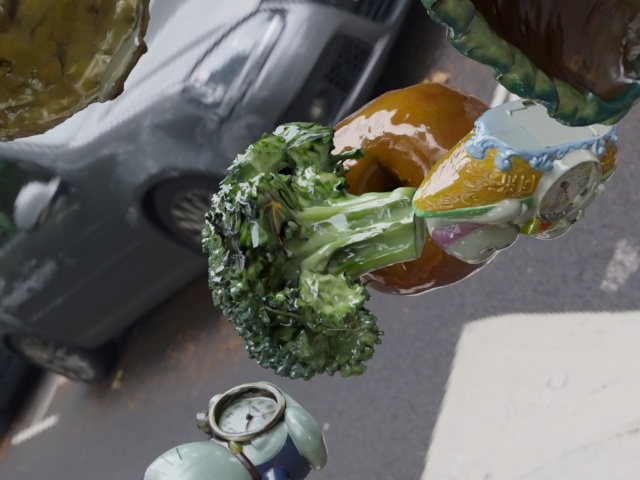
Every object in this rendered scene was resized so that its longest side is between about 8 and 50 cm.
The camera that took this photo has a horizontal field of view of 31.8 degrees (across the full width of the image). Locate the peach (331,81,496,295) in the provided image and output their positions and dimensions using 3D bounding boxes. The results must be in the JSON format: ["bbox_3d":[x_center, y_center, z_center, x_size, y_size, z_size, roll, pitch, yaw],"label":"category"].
[{"bbox_3d":[0.159,-0.083,1.776,0.342,0.343,0.302,-56,-20,23],"label":"peach"}]

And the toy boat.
[{"bbox_3d":[0.075,-0.114,0.403,0.293,0.099,0.108,12,-76,-63],"label":"toy boat"}]

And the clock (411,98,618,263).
[{"bbox_3d":[0.179,-0.051,1.017,0.103,0.231,0.144,53,142,37],"label":"clock"}]

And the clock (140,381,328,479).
[{"bbox_3d":[-0.112,0.297,1.398,0.243,0.146,0.200,-36,45,-23],"label":"clock"}]

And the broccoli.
[{"bbox_3d":[-0.021,0.014,1.506,0.318,0.277,0.338,10,32,44],"label":"broccoli"}]

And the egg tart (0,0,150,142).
[{"bbox_3d":[-0.296,-0.249,0.963,0.341,0.341,0.129,-57,-16,18],"label":"egg tart"}]
